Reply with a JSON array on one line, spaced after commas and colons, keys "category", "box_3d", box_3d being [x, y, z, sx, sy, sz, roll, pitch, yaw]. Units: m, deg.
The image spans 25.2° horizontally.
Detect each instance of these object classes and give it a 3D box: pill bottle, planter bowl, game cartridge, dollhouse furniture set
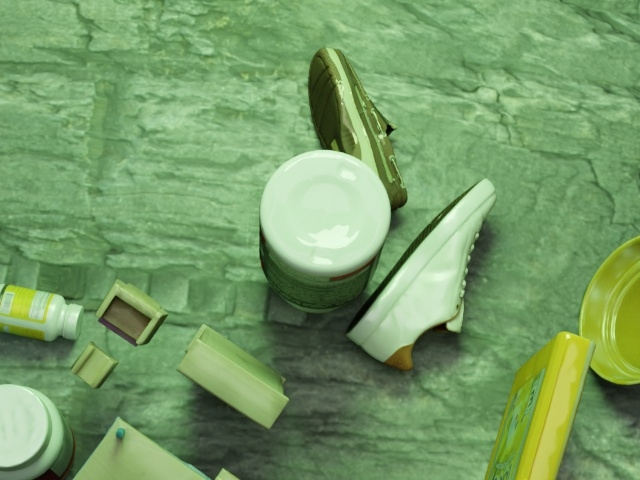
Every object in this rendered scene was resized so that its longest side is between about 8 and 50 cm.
[{"category": "pill bottle", "box_3d": [0.000, 0.000, 1.854, 0.161, 0.283, 0.161, 1, 75, -3]}, {"category": "planter bowl", "box_3d": [0.460, 0.103, 1.927, 0.090, 0.217, 0.217, 24, 71, -34]}, {"category": "pill bottle", "box_3d": [-0.380, 0.100, 1.919, 0.116, 0.065, 0.065, 12, 74, 0]}, {"category": "game cartridge", "box_3d": [0.245, 0.293, 1.785, 0.053, 0.285, 0.323, 21, 74, 2]}, {"category": "pill bottle", "box_3d": [-0.378, 0.249, 1.796, 0.121, 0.221, 0.121, 1, 74, -3]}, {"category": "dollhouse furniture set", "box_3d": [-0.221, 0.250, 1.830, 0.286, 0.198, 0.303, 34, 89, -3]}]

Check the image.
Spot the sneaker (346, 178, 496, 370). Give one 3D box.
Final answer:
[{"category": "sneaker", "box_3d": [0.167, 0.052, 1.953, 0.123, 0.106, 0.290, 39, 83, -2]}]

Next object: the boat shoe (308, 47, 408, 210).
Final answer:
[{"category": "boat shoe", "box_3d": [0.057, -0.152, 2.012, 0.095, 0.095, 0.257, -6, 72, -29]}]
